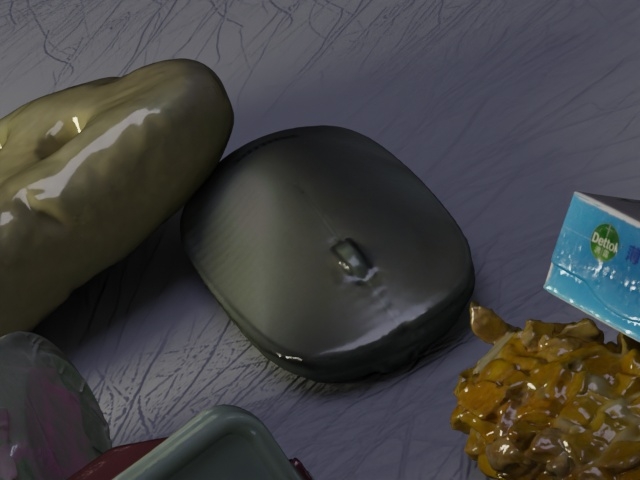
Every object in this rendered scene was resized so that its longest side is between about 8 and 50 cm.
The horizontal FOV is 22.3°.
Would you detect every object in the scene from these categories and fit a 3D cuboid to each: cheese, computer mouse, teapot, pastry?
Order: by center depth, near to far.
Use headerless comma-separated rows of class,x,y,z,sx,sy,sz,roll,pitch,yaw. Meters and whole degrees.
pastry,0.183,0.119,1.017,0.154,0.102,0.250,-37,38,-7
teapot,-0.241,0.189,1.127,0.178,0.221,0.163,-18,-8,18
computer mouse,-0.002,-0.005,1.318,0.197,0.095,0.331,-30,33,-9
cheese,-0.223,-0.020,1.363,0.328,0.129,0.351,-25,26,17

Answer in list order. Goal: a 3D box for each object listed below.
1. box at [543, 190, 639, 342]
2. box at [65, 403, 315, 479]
box,0.266,0.030,1.052,0.194,0.073,0.139,5,17,-37
box,-0.128,0.238,0.900,0.294,0.193,0.167,-38,13,-30
